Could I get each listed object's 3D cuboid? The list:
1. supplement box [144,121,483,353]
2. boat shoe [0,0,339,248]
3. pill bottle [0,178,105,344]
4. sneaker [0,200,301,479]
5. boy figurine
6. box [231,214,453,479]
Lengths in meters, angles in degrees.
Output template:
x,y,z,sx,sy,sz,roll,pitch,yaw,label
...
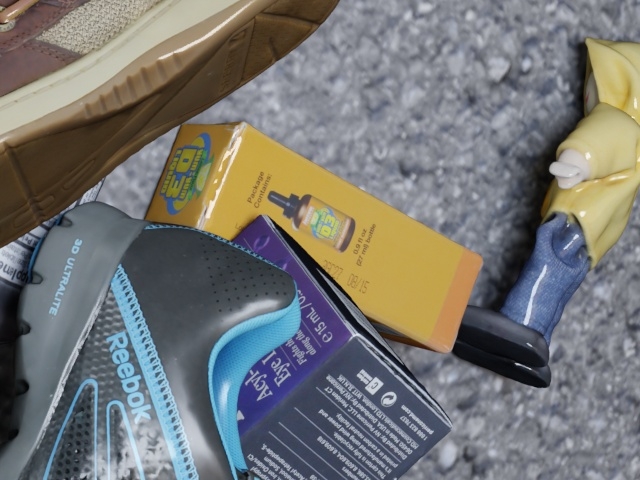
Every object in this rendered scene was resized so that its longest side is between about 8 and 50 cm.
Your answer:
x,y,z,sx,sy,sz,roll,pitch,yaw,label
0.000,0.000,1.010,0.233,0.080,0.078,29,79,-37,supplement box
-0.142,-0.094,0.728,0.342,0.123,0.123,-36,78,-22,boat shoe
-0.193,-0.032,0.830,0.130,0.130,0.245,30,79,-35,pill bottle
-0.107,0.149,0.741,0.140,0.125,0.340,12,77,7,sneaker
0.192,-0.037,1.120,0.285,0.092,0.177,-64,162,-14,boy figurine
-0.052,0.114,0.896,0.207,0.153,0.108,-43,126,2,box
